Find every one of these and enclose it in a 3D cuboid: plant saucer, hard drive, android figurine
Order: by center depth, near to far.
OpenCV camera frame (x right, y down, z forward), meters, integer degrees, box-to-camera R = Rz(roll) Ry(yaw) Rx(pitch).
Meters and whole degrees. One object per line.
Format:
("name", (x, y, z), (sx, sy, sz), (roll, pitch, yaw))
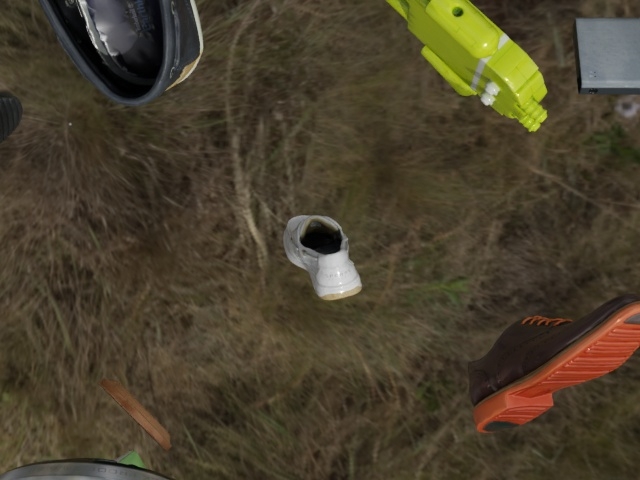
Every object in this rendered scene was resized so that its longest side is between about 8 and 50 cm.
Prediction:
("plant saucer", (-0.158, 0.148, 0.908), (0.013, 0.083, 0.083), (-46, 104, -14))
("hard drive", (0.350, -0.203, 1.160), (0.135, 0.022, 0.094), (1, 63, 2))
("android figurine", (0.182, -0.242, 1.321), (0.056, 0.248, 0.273), (-44, 86, 0))

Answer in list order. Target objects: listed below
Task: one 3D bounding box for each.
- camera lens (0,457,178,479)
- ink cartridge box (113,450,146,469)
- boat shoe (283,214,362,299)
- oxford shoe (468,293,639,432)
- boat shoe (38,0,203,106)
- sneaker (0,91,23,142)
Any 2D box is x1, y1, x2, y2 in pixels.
("camera lens", (-0.189, 0.325, 0.814), (0.219, 0.219, 0.274), (14, 52, -14))
("ink cartridge box", (-0.254, 0.481, 1.355), (0.207, 0.119, 0.354), (-30, 91, 12))
("boat shoe", (0.000, 0.000, 1.744), (0.098, 0.277, 0.096), (-17, 115, -12))
("oxford shoe", (0.251, 0.117, 1.166), (0.096, 0.271, 0.098), (9, 54, -36))
("boat shoe", (-0.263, -0.368, 1.136), (0.186, 0.156, 0.500), (-12, 122, 12))
("sneaker", (-0.593, -0.170, 1.485), (0.330, 0.122, 0.146), (-22, 62, -27))
